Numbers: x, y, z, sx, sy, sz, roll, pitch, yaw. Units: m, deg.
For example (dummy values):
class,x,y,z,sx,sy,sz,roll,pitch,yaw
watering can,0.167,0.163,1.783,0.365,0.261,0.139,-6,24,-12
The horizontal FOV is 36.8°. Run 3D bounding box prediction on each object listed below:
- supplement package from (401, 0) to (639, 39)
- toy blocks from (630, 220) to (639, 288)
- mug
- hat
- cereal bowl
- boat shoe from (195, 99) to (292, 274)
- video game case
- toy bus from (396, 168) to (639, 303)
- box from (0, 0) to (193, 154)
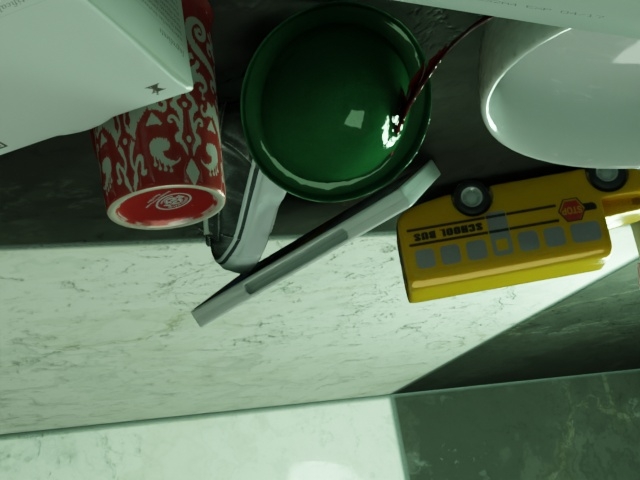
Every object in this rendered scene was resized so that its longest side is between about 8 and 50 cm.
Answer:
class,x,y,z,sx,sy,sz,roll,pitch,yaw
supplement package,0.112,-0.185,0.417,0.261,0.145,0.204,11,-178,9
toy blocks,0.681,0.065,1.511,0.309,0.260,0.288,-19,159,26
mug,-0.132,-0.096,0.776,0.113,0.169,0.150,-7,161,-11
hat,0.033,-0.094,0.762,0.172,0.209,0.183,-4,-155,-11
cereal bowl,0.291,-0.179,0.765,0.338,0.141,0.339,-2,162,-1
boat shoe,-0.100,-0.064,1.010,0.119,0.121,0.335,12,155,-7
video game case,0.000,0.000,1.124,0.285,0.025,0.204,-30,-176,21
toy bus,0.269,-0.014,1.275,0.332,0.130,0.108,-10,161,2
box,-0.209,-0.157,0.641,0.181,0.119,0.182,-16,161,15
